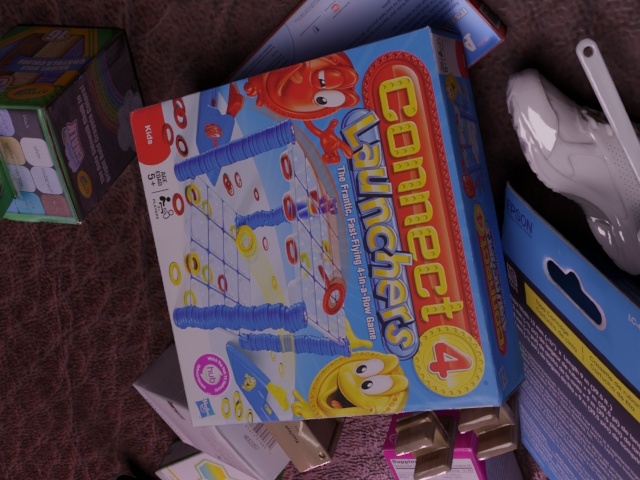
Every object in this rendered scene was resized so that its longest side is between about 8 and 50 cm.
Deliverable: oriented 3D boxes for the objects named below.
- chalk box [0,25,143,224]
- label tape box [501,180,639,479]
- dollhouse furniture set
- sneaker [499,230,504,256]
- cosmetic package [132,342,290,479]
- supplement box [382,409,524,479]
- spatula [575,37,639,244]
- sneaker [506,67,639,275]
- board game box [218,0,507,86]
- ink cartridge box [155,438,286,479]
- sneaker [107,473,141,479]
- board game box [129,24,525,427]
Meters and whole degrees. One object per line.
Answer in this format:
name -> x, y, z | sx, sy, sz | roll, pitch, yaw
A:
chalk box -> -0.278, -0.103, 0.842 | 0.132, 0.213, 0.132 | 6, 128, 16
label tape box -> 0.277, 0.131, 0.787 | 0.115, 0.249, 0.348 | -19, 124, -10
dollhouse furniture set -> 0.068, 0.127, 0.937 | 0.242, 0.161, 0.212 | -26, 108, 25
sneaker -> 0.175, 0.054, 0.905 | 0.082, 0.069, 0.209 | 29, 155, 47
cosmetic package -> -0.126, 0.202, 1.046 | 0.117, 0.085, 0.231 | 53, 154, -21
supplement box -> 0.170, 0.283, 1.046 | 0.113, 0.111, 0.220 | -7, 123, 26
spatula -> 0.312, -0.082, 0.699 | 0.168, 0.019, 0.242 | -27, 103, 10
sneaker -> 0.255, -0.078, 0.756 | 0.115, 0.090, 0.232 | -35, 117, 29
board game box -> 0.020, -0.156, 0.811 | 0.145, 0.027, 0.281 | 43, 129, -13
ink cartridge box -> -0.120, 0.309, 1.209 | 0.209, 0.062, 0.109 | -29, 112, 35
sneaker -> -0.228, 0.424, 1.338 | 0.121, 0.079, 0.217 | -12, 130, 24
board game box -> 0.000, 0.000, 0.775 | 0.301, 0.086, 0.309 | -11, 92, 27
